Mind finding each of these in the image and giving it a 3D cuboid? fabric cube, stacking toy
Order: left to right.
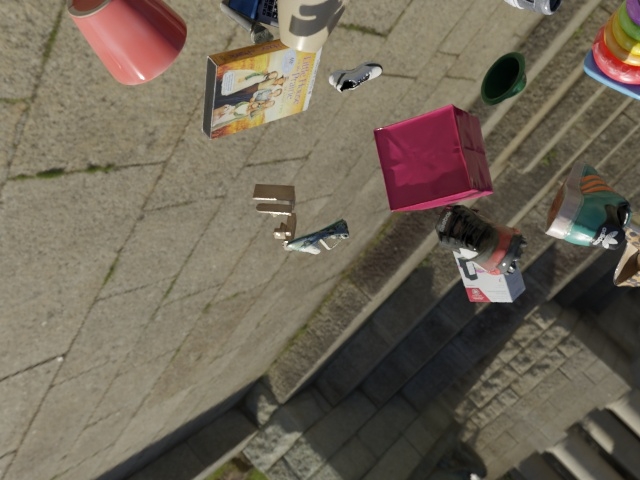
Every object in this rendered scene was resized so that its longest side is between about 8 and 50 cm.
[{"bbox_3d":[0.342,-0.237,1.779,0.254,0.258,0.258,-13,177,30],"label":"fabric cube"},{"bbox_3d":[0.619,-0.418,1.102,0.175,0.166,0.302,-52,161,-4],"label":"stacking toy"}]

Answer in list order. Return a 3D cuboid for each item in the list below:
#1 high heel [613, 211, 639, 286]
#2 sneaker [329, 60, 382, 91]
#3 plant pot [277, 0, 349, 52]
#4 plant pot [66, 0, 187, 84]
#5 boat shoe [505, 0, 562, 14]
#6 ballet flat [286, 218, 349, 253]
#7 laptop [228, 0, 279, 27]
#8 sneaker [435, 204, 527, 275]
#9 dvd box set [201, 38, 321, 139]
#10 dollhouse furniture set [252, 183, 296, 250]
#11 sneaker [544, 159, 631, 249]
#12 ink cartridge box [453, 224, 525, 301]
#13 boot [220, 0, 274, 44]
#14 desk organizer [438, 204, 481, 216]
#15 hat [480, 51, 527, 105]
[{"bbox_3d":[0.667,0.033,1.293,0.261,0.093,0.186,18,139,-28],"label":"high heel"},{"bbox_3d":[0.074,-0.316,1.158,0.109,0.043,0.040,-20,143,-9],"label":"sneaker"},{"bbox_3d":[-0.029,-0.731,1.813,0.257,0.257,0.273,-27,144,-48],"label":"plant pot"},{"bbox_3d":[-0.563,-0.629,1.697,0.275,0.275,0.243,-44,146,-1],"label":"plant pot"},{"bbox_3d":[0.374,-0.481,0.855,0.108,0.102,0.301,2,120,-45],"label":"boat shoe"},{"bbox_3d":[0.000,0.000,1.572,0.189,0.070,0.070,-24,158,-24],"label":"ballet flat"},{"bbox_3d":[-0.098,-0.913,1.979,0.408,0.236,0.381,8,106,-24],"label":"laptop"},{"bbox_3d":[0.296,-0.006,1.148,0.097,0.135,0.276,-64,-172,7],"label":"sneaker"},{"bbox_3d":[-0.196,-0.522,1.999,0.421,0.062,0.307,-25,151,-32],"label":"dvd box set"},{"bbox_3d":[-0.145,-0.071,1.853,0.151,0.123,0.144,86,9,-55],"label":"dollhouse furniture set"},{"bbox_3d":[0.484,-0.056,1.064,0.302,0.121,0.108,-41,155,-56],"label":"sneaker"},{"bbox_3d":[0.412,0.059,1.470,0.072,0.175,0.128,-33,-163,-37],"label":"ink cartridge box"},{"bbox_3d":[-0.275,-0.799,2.142,0.076,0.208,0.189,-43,180,9],"label":"boot"},{"bbox_3d":[0.418,-0.064,1.752,0.047,0.050,0.130,-47,-150,-17],"label":"desk organizer"},{"bbox_3d":[0.624,-0.472,1.850,0.173,0.184,0.208,-33,-139,48],"label":"hat"}]
